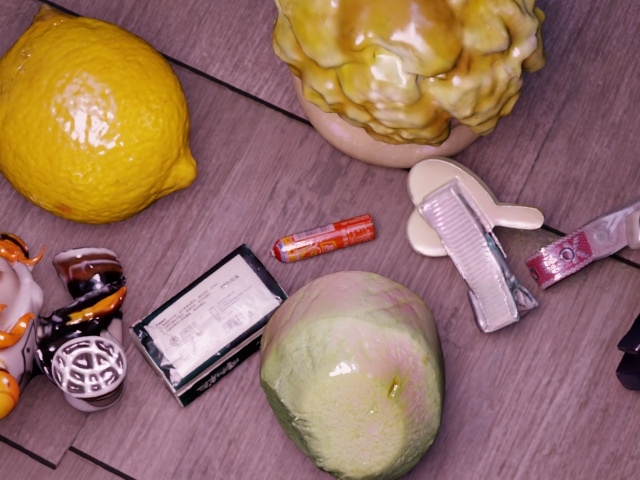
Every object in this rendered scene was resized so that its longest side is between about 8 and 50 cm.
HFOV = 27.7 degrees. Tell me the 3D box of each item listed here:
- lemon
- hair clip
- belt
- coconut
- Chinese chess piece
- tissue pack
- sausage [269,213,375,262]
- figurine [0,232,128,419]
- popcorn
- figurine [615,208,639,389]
[{"bbox_3d":[-0.262,-0.132,1.487,0.228,0.228,0.253,-42,79,-13],"label":"lemon"},{"bbox_3d":[0.181,-0.006,1.506,0.159,0.071,0.218,-32,85,24],"label":"hair clip"},{"bbox_3d":[0.350,-0.012,1.541,0.232,0.071,0.053,-27,81,-6],"label":"belt"},{"bbox_3d":[0.037,0.144,1.419,0.236,0.236,0.204,23,109,6],"label":"coconut"},{"bbox_3d":[0.098,-0.219,1.579,0.270,0.112,0.270,0,72,0],"label":"Chinese chess piece"},{"bbox_3d":[-0.123,0.097,1.484,0.170,0.090,0.103,-36,76,-13],"label":"tissue pack"},{"bbox_3d":[0.000,0.000,1.546,0.129,0.034,0.034,-16,73,-6],"label":"sausage"},{"bbox_3d":[-0.374,0.112,1.421,0.323,0.196,0.320,1,29,-9],"label":"figurine"},{"bbox_3d":[0.083,-0.259,1.408,0.335,0.274,0.279,44,106,22],"label":"popcorn"},{"bbox_3d":[0.464,0.073,1.474,0.308,0.143,0.308,1,70,-3],"label":"figurine"}]
